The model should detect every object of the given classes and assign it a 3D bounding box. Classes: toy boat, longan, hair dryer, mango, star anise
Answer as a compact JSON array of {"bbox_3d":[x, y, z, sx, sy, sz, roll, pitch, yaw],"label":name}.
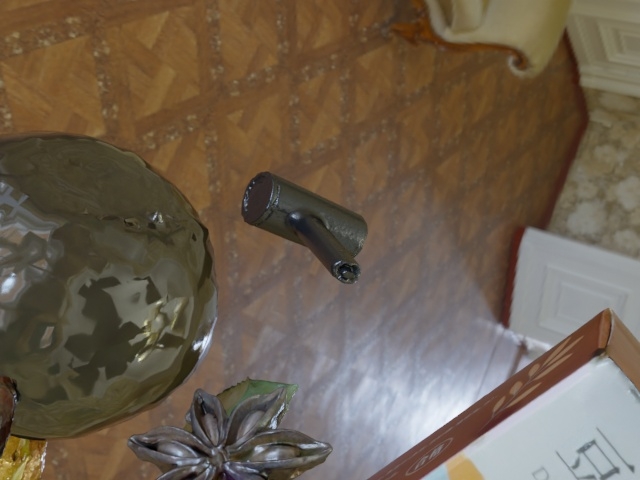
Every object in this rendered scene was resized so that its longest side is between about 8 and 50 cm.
[{"bbox_3d":[-0.137,0.262,1.206,0.293,0.055,0.093,-38,-163,44],"label":"toy boat"},{"bbox_3d":[-0.330,0.056,1.054,0.404,0.404,0.436,-69,161,-3],"label":"longan"},{"bbox_3d":[0.000,0.000,1.250,0.197,0.251,0.089,24,106,-28],"label":"hair dryer"},{"bbox_3d":[-0.571,0.297,1.359,0.199,0.350,0.201,-28,132,-23],"label":"mango"},{"bbox_3d":[-0.102,0.223,0.830,0.212,0.197,0.073,-21,133,-13],"label":"star anise"}]

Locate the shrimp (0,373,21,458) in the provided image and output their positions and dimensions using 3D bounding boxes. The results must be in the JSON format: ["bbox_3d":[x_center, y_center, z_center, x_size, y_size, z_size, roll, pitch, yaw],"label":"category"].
[{"bbox_3d":[-0.395,0.248,0.614,0.410,0.166,0.221,-32,141,11],"label":"shrimp"}]

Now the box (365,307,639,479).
[{"bbox_3d":[0.158,0.303,0.571,0.385,0.344,0.122,-42,173,22],"label":"box"}]
